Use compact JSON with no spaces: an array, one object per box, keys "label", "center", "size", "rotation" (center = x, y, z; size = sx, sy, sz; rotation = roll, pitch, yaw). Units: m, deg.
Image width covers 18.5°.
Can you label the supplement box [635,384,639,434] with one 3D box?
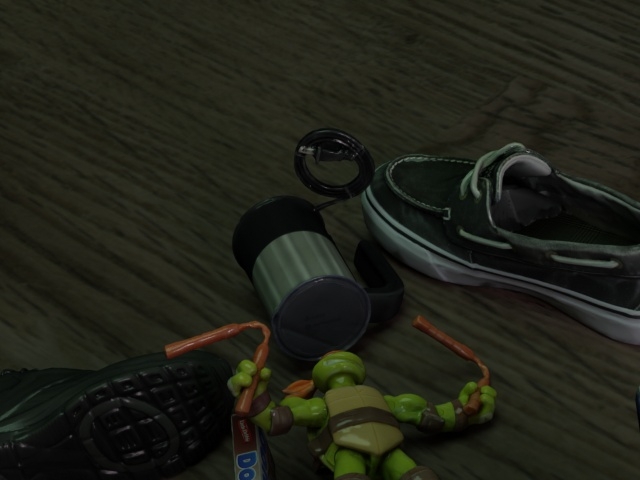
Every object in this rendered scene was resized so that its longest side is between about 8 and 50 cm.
[{"label":"supplement box","center":[0.296,0.246,1.039],"size":[0.195,0.356,0.194],"rotation":[-13,37,4]}]

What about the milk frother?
[{"label":"milk frother","center":[0.000,0.000,1.629],"size":[0.129,0.143,0.135],"rotation":[-15,35,-11]}]

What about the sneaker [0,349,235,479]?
[{"label":"sneaker","center":[-0.209,0.141,1.564],"size":[0.286,0.109,0.130],"rotation":[-18,31,-6]}]

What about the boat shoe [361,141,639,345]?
[{"label":"boat shoe","center":[0.168,-0.026,1.622],"size":[0.335,0.119,0.121],"rotation":[20,50,37]}]

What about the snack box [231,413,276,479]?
[{"label":"snack box","center":[-0.045,0.208,1.447],"size":[0.022,0.064,0.178],"rotation":[-14,37,5]}]

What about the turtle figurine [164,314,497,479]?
[{"label":"turtle figurine","center":[0.020,0.152,1.464],"size":[0.269,0.087,0.217],"rotation":[7,38,-23]}]
